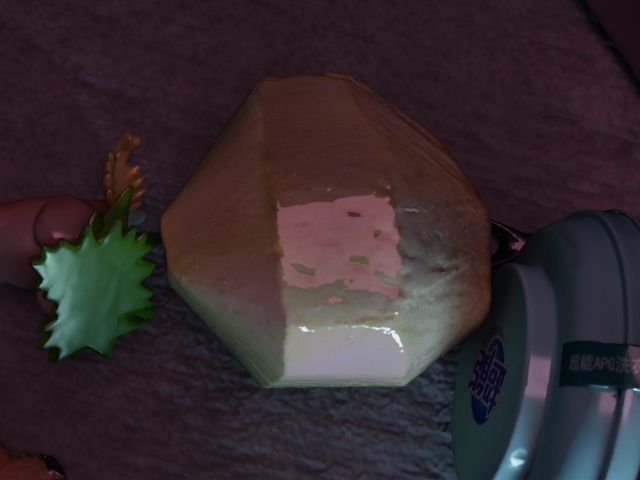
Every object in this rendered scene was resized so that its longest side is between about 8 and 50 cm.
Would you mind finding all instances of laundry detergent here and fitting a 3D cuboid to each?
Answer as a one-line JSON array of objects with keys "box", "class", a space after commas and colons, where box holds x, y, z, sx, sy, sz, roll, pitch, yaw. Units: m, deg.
[{"box": [0.271, 0.131, 0.927, 0.305, 0.287, 0.287, 11, 77, -8], "class": "laundry detergent"}]

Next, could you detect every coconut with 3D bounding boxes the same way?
[{"box": [0.000, 0.000, 0.937, 0.259, 0.259, 0.259, 2, 78, -10], "class": "coconut"}]

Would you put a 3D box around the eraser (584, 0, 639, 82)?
[{"box": [0.391, -0.168, 1.017, 0.122, 0.272, 0.359, -30, 82, -20], "class": "eraser"}]

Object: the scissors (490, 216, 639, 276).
[{"box": [0.224, 0.006, 1.083, 0.300, 0.022, 0.109, -15, 85, -14], "class": "scissors"}]

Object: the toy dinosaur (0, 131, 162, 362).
[{"box": [-0.219, 0.010, 0.971, 0.194, 0.152, 0.177, -26, 45, -23], "class": "toy dinosaur"}]

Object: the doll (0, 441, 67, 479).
[{"box": [-0.297, 0.284, 0.892, 0.201, 0.156, 0.303, 25, 46, 4], "class": "doll"}]
